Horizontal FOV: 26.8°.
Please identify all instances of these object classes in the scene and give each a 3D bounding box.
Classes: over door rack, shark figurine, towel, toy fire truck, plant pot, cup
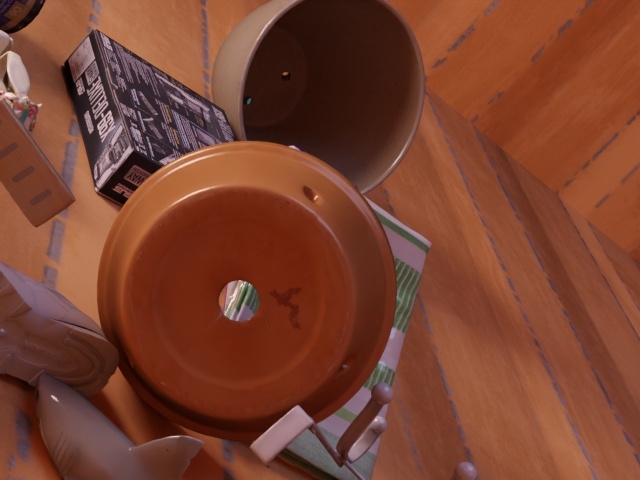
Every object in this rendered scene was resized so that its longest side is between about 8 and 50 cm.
[{"bbox_3d":[0.095,0.241,1.212,0.239,0.108,0.324,43,3,17],"label":"over door rack"},{"bbox_3d":[-0.115,0.209,1.126,0.278,0.116,0.166,36,20,-19],"label":"shark figurine"},{"bbox_3d":[0.003,0.086,1.483,0.248,0.038,0.325,34,58,-30],"label":"towel"},{"bbox_3d":[-0.340,-0.100,1.167,0.158,0.217,0.246,24,26,-48],"label":"toy fire truck"},{"bbox_3d":[-0.070,0.048,1.221,0.291,0.291,0.203,44,0,0],"label":"plant pot"},{"bbox_3d":[-0.038,-0.238,2.087,0.331,0.331,0.237,31,-4,-35],"label":"cup"}]

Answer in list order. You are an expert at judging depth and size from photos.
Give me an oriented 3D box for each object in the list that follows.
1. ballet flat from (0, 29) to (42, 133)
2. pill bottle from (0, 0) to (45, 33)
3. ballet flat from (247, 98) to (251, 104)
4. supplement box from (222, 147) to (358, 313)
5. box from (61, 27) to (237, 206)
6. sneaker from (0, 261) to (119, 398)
[{"bbox_3d":[-0.376,-0.196,1.546,0.091,0.077,0.241,21,28,-50],"label":"ballet flat"},{"bbox_3d":[-0.451,-0.348,1.659,0.219,0.123,0.123,22,28,-49],"label":"pill bottle"},{"bbox_3d":[-0.088,-0.226,2.307,0.206,0.073,0.067,42,-10,-14],"label":"ballet flat"},{"bbox_3d":[-0.034,0.017,1.623,0.111,0.114,0.220,32,47,-33],"label":"supplement box"},{"bbox_3d":[-0.202,-0.123,1.765,0.242,0.076,0.307,31,22,-37],"label":"box"},{"bbox_3d":[-0.284,0.057,1.172,0.235,0.090,0.095,40,8,-35],"label":"sneaker"}]
